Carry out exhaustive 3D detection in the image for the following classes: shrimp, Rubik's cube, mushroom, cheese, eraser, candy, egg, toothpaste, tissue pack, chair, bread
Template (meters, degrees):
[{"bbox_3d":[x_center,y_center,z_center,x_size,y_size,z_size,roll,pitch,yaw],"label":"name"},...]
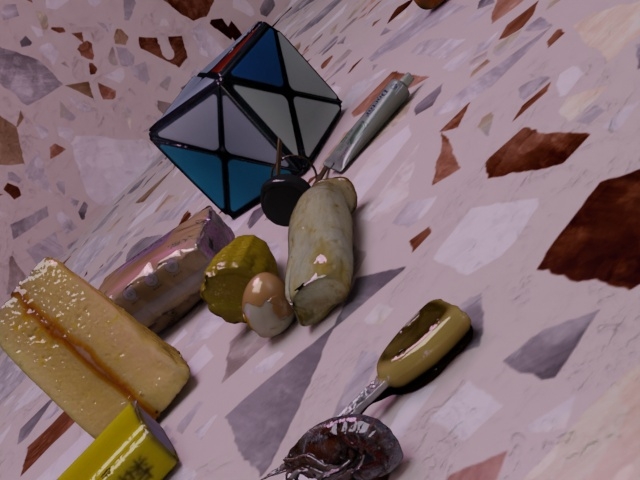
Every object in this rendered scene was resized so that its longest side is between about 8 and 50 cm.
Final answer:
[{"bbox_3d":[0.007,0.199,0.890,0.057,0.065,0.165,-15,-15,-47],"label":"shrimp"},{"bbox_3d":[-0.144,-0.238,1.932,0.248,0.246,0.250,-29,22,41],"label":"Rubik's cube"},{"bbox_3d":[0.000,0.000,1.334,0.100,0.081,0.312,-44,18,22],"label":"mushroom"},{"bbox_3d":[0.074,0.124,0.947,0.162,0.036,0.086,-45,16,-5],"label":"cheese"},{"bbox_3d":[-0.283,0.317,1.249,0.226,0.069,0.158,-47,15,-9],"label":"eraser"},{"bbox_3d":[-0.111,0.042,1.453,0.094,0.106,0.199,-58,7,21],"label":"candy"},{"bbox_3d":[-0.069,0.083,1.288,0.071,0.083,0.071,-14,21,6],"label":"egg"},{"bbox_3d":[0.087,-0.204,1.681,0.218,0.041,0.064,-49,34,-8],"label":"toothpaste"},{"bbox_3d":[-0.274,0.070,1.721,0.257,0.123,0.215,-33,17,11],"label":"tissue pack"},{"bbox_3d":[-0.049,-0.089,1.650,0.221,0.104,0.095,-81,15,-70],"label":"chair"},{"bbox_3d":[-0.339,0.165,1.411,0.167,0.264,0.163,-52,16,-6],"label":"bread"}]

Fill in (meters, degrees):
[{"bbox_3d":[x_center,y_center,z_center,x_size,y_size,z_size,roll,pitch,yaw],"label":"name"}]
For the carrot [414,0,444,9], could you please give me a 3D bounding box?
[{"bbox_3d":[0.270,-0.559,2.027,0.193,0.087,0.087,-37,18,23],"label":"carrot"}]
